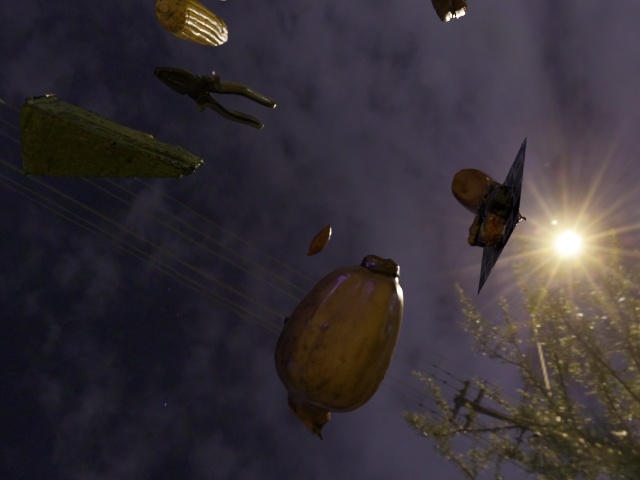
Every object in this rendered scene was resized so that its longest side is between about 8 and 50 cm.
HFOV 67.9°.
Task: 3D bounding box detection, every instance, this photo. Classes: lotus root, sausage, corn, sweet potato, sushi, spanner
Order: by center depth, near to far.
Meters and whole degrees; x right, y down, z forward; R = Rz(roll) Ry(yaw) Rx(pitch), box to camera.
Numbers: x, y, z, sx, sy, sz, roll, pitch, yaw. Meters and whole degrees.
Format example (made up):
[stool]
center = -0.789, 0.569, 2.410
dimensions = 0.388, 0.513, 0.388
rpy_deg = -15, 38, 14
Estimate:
[lotus root]
center = 0.022, 0.132, 0.643
dimensions = 0.140, 0.155, 0.256
rpy_deg = 43, -110, -48
[sushi]
center = 0.272, -0.044, 0.766
dimensions = 0.040, 0.192, 0.210
rpy_deg = 17, -131, 10
[corn]
center = -0.223, -0.387, 0.841
dimensions = 0.068, 0.206, 0.067
rpy_deg = 3, -76, 13
[spanner]
center = -0.234, -0.334, 1.095
dimensions = 0.325, 0.095, 0.040
rpy_deg = 6, -147, -51
[sweet potato]
center = 0.000, 0.000, 1.136
dimensions = 0.034, 0.034, 0.095
rpy_deg = 35, -100, -9
[sausage]
center = 0.457, -0.098, 1.256
dimensions = 0.328, 0.112, 0.112
rpy_deg = 20, -106, -45

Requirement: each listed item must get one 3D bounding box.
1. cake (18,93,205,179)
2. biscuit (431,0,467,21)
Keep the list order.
[cake]
center = -0.289, -0.112, 0.665
dimensions = 0.235, 0.100, 0.099
rpy_deg = 21, -68, -6
[biscuit]
center = 0.286, -0.654, 1.147
dimensions = 0.079, 0.259, 0.259
rpy_deg = -19, -94, 20
